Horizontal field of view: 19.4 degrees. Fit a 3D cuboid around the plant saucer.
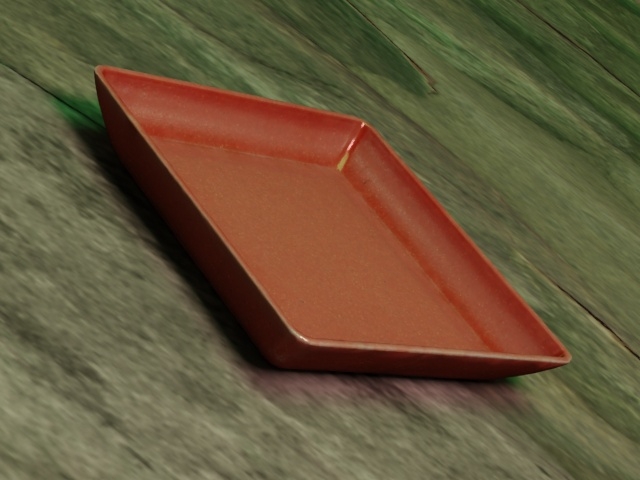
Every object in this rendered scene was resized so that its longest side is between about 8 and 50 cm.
[{"bbox_3d":[0.000,0.000,1.184,0.259,0.048,0.258,7,36,-46],"label":"plant saucer"}]
